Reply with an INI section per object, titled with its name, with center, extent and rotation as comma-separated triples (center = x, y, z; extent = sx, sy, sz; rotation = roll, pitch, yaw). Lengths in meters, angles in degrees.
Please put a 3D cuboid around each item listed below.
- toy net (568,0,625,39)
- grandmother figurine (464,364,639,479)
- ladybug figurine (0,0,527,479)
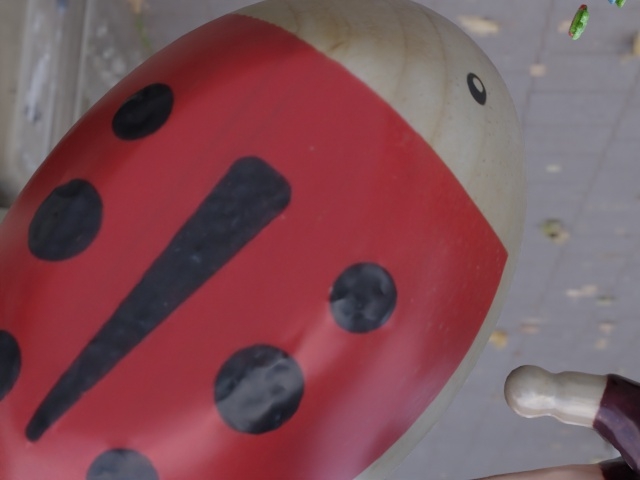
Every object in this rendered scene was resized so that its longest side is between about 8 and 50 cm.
[toy net]
center = 0.333, -0.294, 1.784
extent = 0.045, 0.122, 0.232
rotation = 23, -161, 4
[grandmother figurine]
center = 0.154, 0.162, 0.798
extent = 0.342, 0.208, 0.104
rotation = -17, -159, 1
[ladybug figurine]
center = -0.057, 0.023, 0.945
extent = 0.305, 0.449, 0.162
rotation = 37, 173, 13
